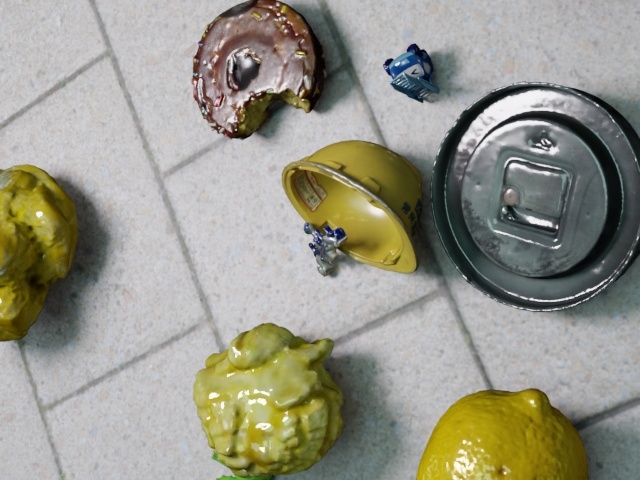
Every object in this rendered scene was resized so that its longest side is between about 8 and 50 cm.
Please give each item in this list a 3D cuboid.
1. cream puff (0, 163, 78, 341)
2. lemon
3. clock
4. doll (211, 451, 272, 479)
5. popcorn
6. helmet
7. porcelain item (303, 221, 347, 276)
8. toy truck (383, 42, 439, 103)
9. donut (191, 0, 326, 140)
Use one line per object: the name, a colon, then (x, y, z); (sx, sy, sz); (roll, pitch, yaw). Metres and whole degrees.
cream puff: (-0.538, 0.023, 1.883); (0.274, 0.323, 0.270); (-25, 116, -5)
lemon: (0.247, 0.317, 1.467); (0.228, 0.228, 0.253); (24, 89, 26)
clock: (0.305, -0.062, 1.514); (0.319, 0.066, 0.319); (7, 102, 35)
doll: (-0.153, 0.398, 1.762); (0.190, 0.050, 0.115); (-42, 74, 20)
popcorn: (-0.078, 0.249, 1.652); (0.256, 0.195, 0.255); (20, 91, 47)
helmet: (0.076, -0.074, 1.617); (0.257, 0.205, 0.140); (22, 60, 36)
porcelain item: (0.000, 0.000, 1.673); (0.021, 0.136, 0.075); (-35, 75, -25)
toy truck: (0.128, -0.250, 1.614); (0.063, 0.136, 0.074); (-31, 73, 24)
donut: (-0.097, -0.274, 1.753); (0.230, 0.096, 0.216); (-37, 69, 20)
